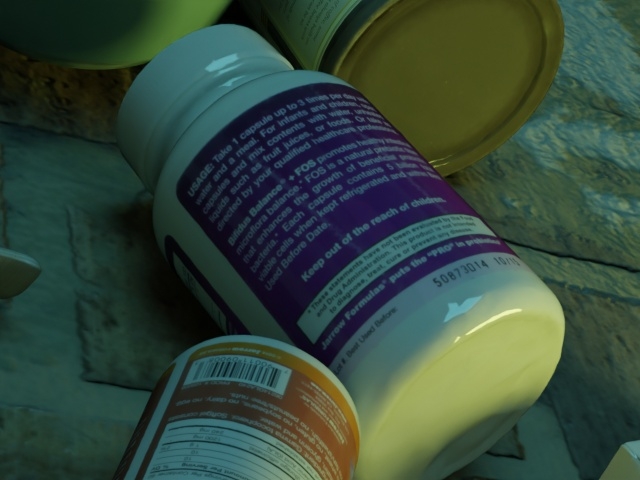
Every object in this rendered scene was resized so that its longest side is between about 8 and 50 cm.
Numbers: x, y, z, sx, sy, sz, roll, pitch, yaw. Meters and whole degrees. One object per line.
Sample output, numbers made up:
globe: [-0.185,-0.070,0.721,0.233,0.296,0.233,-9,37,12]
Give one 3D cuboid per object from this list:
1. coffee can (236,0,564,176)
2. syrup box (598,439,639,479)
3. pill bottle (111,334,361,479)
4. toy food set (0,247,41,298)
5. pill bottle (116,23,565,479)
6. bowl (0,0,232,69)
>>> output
coffee can: [0.039,-0.207,1.367,0.201,0.201,0.275,1,40,-33]
syrup box: [0.278,0.176,1.086,0.237,0.096,0.093,-4,43,-37]
pill bottle: [-0.055,0.153,0.869,0.121,0.121,0.216,24,33,-2]
toy food set: [-0.301,-0.100,1.045,0.219,0.092,0.306,16,32,-37]
pill bottle: [0.000,0.000,1.077,0.169,0.169,0.301,-9,47,-42]
bowl: [-0.170,-0.241,1.273,0.311,0.163,0.311,9,38,-7]
